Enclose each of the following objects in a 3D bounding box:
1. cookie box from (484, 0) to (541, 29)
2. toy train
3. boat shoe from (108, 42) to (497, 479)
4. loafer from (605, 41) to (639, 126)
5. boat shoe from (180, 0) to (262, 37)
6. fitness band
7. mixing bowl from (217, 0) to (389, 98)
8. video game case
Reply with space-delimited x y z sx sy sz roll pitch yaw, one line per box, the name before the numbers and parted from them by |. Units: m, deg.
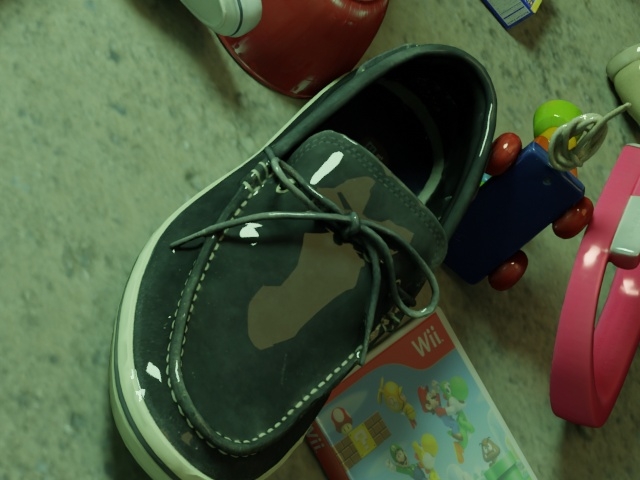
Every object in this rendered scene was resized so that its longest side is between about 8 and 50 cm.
cookie box | 0.183 -0.282 1.805 0.107 0.040 0.092 47 43 -17
toy train | 0.203 -0.077 1.564 0.105 0.248 0.143 40 39 -9
boat shoe | 0.000 0.000 1.380 0.187 0.156 0.500 48 44 -10
loafer | 0.417 -0.135 1.924 0.268 0.102 0.092 12 62 -30
boat shoe | -0.141 -0.249 1.450 0.076 0.083 0.226 -33 82 -37
fitness band | 0.269 0.038 1.624 0.054 0.209 0.291 16 42 17
mixing bowl | -0.006 -0.224 1.545 0.181 0.098 0.181 23 54 -36
video game case | 0.108 0.216 1.477 0.204 0.025 0.285 -32 92 -48
